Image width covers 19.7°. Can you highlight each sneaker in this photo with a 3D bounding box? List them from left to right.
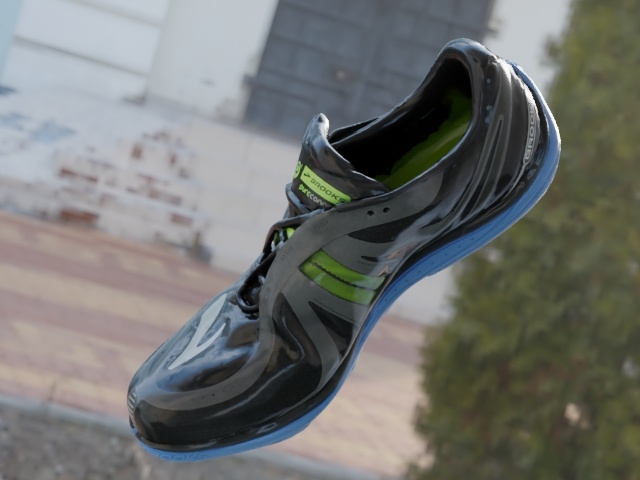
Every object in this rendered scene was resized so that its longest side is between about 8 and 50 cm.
[{"bbox_3d":[0.000,0.000,0.643,0.067,0.188,0.078,41,-9,46],"label":"sneaker"}]
